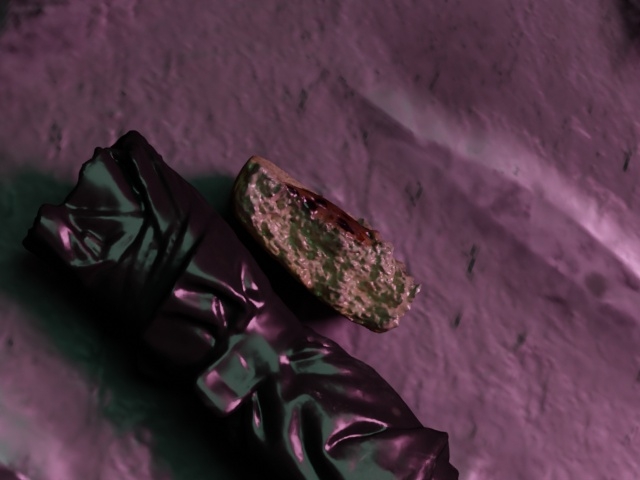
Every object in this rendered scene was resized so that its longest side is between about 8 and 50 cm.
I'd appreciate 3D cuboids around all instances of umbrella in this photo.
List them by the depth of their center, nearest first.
[{"bbox_3d":[-0.008,0.059,0.668,0.235,0.059,0.066,44,68,-3],"label":"umbrella"}]

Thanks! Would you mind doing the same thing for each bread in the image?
[{"bbox_3d":[0.000,0.000,0.703,0.083,0.070,0.035,38,93,-3],"label":"bread"}]
